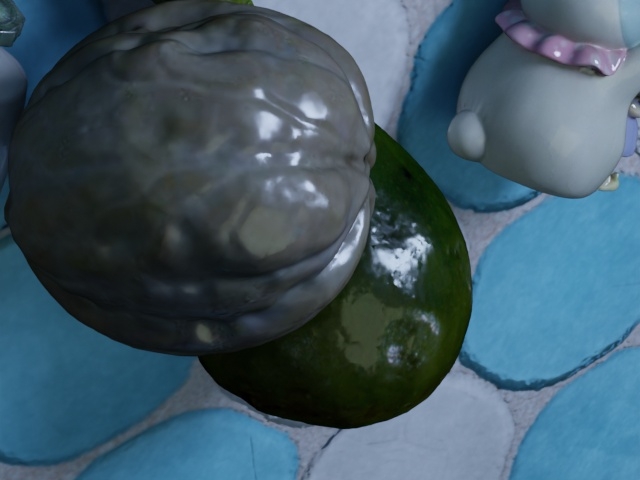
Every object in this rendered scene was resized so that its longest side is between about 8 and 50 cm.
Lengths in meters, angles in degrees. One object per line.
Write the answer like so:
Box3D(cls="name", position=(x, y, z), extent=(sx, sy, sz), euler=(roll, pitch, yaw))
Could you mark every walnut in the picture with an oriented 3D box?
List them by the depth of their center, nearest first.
Box3D(cls="walnut", position=(-0.076, -0.036, 0.969), extent=(0.224, 0.224, 0.224), euler=(-19, 132, -23))

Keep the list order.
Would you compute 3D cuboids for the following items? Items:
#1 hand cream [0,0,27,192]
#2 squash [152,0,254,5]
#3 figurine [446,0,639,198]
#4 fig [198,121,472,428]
Box3D(cls="hand cream", position=(-0.254, -0.002, 1.030), extent=(0.121, 0.076, 0.336), euler=(3, 127, -35))
Box3D(cls="squash", position=(-0.104, -0.213, 0.947), extent=(0.094, 0.094, 0.341), euler=(-41, 134, -1))
Box3D(cls="figurine", position=(0.194, -0.152, 1.178), extent=(0.155, 0.127, 0.236), euler=(14, 112, -21))
Box3D(cls="fig", position=(0.000, 0.000, 1.123), extent=(0.195, 0.195, 0.245), euler=(-19, 116, -23))
